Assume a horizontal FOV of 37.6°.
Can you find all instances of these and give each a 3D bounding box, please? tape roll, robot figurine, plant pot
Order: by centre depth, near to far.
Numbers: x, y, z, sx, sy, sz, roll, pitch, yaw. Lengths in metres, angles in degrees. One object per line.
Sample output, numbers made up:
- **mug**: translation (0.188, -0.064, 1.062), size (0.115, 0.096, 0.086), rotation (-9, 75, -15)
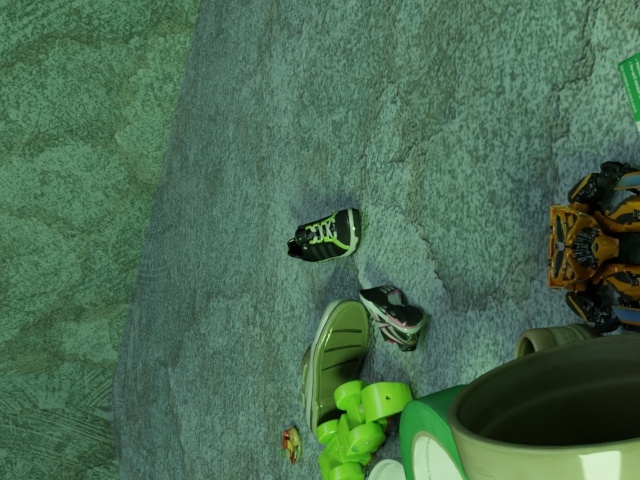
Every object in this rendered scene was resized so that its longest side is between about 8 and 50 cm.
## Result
- **plant pot**: translation (0.315, 0.273, 0.955), size (0.323, 0.323, 0.280), rotation (1, 105, 65)
- **robot figurine**: translation (0.361, 0.007, 1.082), size (0.291, 0.085, 0.211), rotation (179, 93, -65)
- **tape roll**: translation (0.202, 0.350, 1.215), size (0.321, 0.077, 0.321), rotation (165, 90, -76)

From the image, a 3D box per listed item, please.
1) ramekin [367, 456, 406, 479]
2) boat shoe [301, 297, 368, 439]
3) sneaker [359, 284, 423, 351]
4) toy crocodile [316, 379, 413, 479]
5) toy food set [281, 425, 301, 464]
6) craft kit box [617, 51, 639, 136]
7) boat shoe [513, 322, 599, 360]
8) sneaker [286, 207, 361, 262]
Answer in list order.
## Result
- **ramekin**: translation (0.160, 0.442, 1.470), size (0.207, 0.109, 0.207), rotation (-178, 90, -65)
- **boat shoe**: translation (0.011, 0.235, 1.799), size (0.103, 0.113, 0.302), rotation (42, 127, 52)
- **sneaker**: translation (0.117, 0.138, 1.631), size (0.178, 0.072, 0.077), rotation (-131, 37, -63)
- **toy crocodile**: translation (0.069, 0.352, 1.700), size (0.340, 0.105, 0.115), rotation (112, 148, -46)
- **toy food set**: translation (-0.064, 0.449, 2.061), size (0.083, 0.020, 0.082), rotation (171, 99, -65)
- **craft kit box**: translation (0.428, -0.111, 0.876), size (0.247, 0.061, 0.249), rotation (-26, 63, 34)
- **boat shoe**: translation (0.273, 0.270, 1.228), size (0.122, 0.110, 0.341), rotation (-149, 63, -62)
- **sneaker**: translation (0.000, 0.000, 1.851), size (0.235, 0.097, 0.084), rotation (143, 124, -59)
